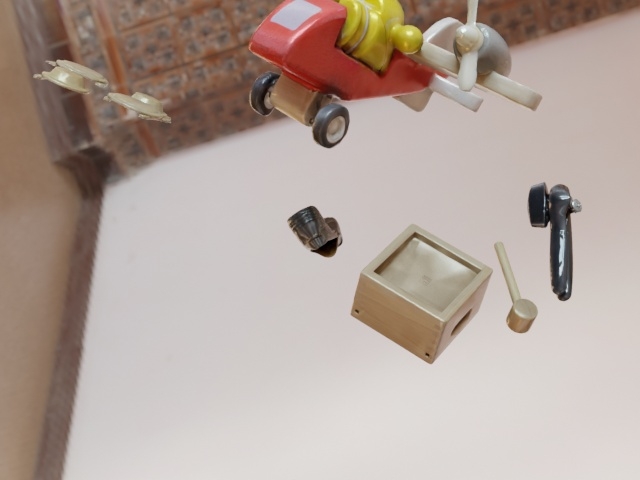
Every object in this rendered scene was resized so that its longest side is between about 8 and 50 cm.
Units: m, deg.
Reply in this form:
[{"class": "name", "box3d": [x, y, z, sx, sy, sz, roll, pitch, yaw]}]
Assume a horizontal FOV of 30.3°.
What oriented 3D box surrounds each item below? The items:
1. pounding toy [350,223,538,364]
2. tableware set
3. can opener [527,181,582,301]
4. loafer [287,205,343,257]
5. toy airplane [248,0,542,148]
[{"class": "pounding toy", "box3d": [0.176, 0.076, 1.525, 0.181, 0.206, 0.094, -41, 154, -41]}, {"class": "tableware set", "box3d": [-0.243, -0.168, 1.343, 0.141, 0.168, 0.020, -54, 168, -79]}, {"class": "can opener", "box3d": [0.351, 0.000, 1.739, 0.059, 0.073, 0.186, 26, 55, -51]}, {"class": "loafer", "box3d": [0.000, 0.000, 1.731, 0.061, 0.062, 0.170, 61, 12, 16]}, {"class": "toy airplane", "box3d": [0.093, -0.292, 1.632, 0.384, 0.386, 0.272, -98, -159, -66]}]
